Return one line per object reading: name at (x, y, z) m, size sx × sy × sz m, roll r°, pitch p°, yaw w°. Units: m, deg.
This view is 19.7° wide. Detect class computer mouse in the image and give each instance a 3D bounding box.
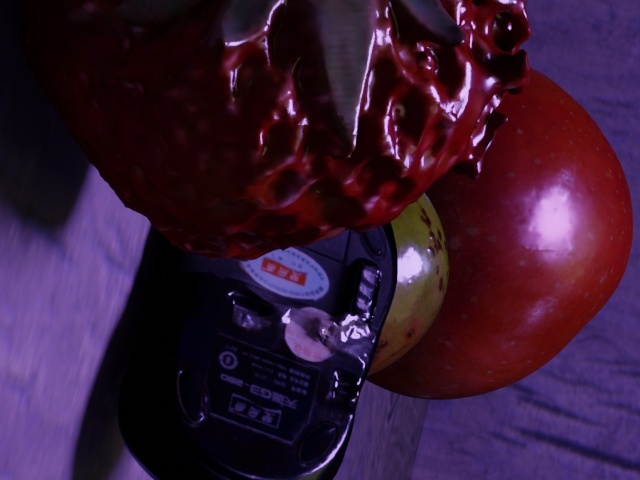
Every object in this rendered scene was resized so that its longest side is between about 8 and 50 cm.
computer mouse at (-0.038, 0.053, 1.046) m, size 0.096 × 0.137 × 0.233 m, roll 124°, pitch -14°, yaw -57°

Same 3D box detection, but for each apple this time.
apple at (0.099, -0.015, 1.370) m, size 0.216 × 0.260 × 0.260 m, roll 2°, pitch 103°, yaw -43°

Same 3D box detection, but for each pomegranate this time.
pomegranate at (0.000, 0.000, 1.181) m, size 0.159 × 0.159 × 0.205 m, roll -65°, pitch 144°, yaw -52°

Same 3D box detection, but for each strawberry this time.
strawberry at (-0.030, -0.075, 0.776) m, size 0.244 × 0.205 × 0.205 m, roll 116°, pitch -7°, yaw -62°
